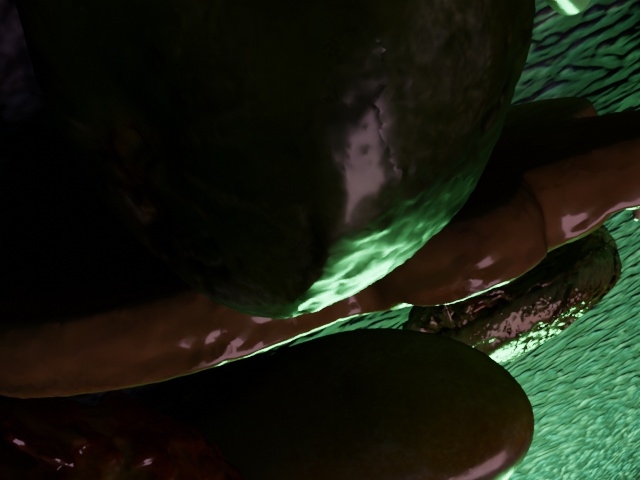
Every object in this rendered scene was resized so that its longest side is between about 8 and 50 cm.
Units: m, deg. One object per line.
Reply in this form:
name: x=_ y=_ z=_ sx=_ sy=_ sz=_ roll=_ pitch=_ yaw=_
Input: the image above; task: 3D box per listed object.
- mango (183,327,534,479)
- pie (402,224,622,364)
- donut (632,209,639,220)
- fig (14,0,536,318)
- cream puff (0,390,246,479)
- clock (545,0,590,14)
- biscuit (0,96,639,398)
mango: x=-0.011 y=0.186 z=1.018 sx=0.384 sy=0.199 sz=0.221 roll=-39 pitch=-170 yaw=35
pie: x=0.152 y=0.052 z=1.150 sx=0.193 sy=0.079 sz=0.163 roll=-30 pitch=159 yaw=-7
donut: x=0.391 y=-0.092 z=0.976 sx=0.382 sy=0.142 sz=0.382 roll=-9 pitch=169 yaw=-2
fig: x=0.012 y=-0.104 z=0.562 sx=0.235 sy=0.203 sz=0.203 roll=-38 pitch=161 yaw=-31
cream puff: x=-0.186 y=0.232 z=0.805 sx=0.350 sy=0.229 sz=0.350 roll=-7 pitch=130 yaw=-9
clock: x=0.036 y=-0.103 z=0.727 sx=0.191 sy=0.062 sz=0.151 roll=-40 pitch=155 yaw=15
biscuit: x=0.001 y=0.003 z=0.710 sx=0.355 sy=0.052 sz=0.275 roll=-19 pitch=-167 yaw=-15
